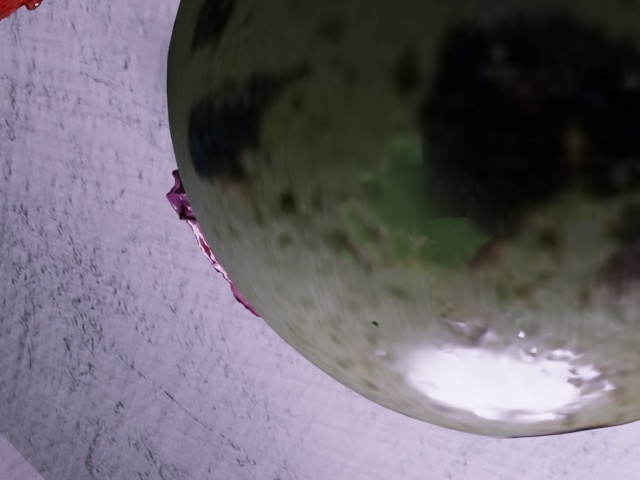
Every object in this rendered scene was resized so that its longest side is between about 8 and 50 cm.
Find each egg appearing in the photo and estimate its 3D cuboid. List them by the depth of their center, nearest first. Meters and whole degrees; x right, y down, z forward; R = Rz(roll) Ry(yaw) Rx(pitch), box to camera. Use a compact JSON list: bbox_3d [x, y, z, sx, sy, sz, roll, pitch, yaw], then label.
[{"bbox_3d":[0.090,-0.073,0.968,0.428,0.345,0.345,16,140,56],"label":"egg"}]

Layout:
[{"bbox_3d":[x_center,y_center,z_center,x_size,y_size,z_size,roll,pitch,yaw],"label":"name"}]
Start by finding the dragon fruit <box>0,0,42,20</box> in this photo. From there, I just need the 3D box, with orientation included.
[{"bbox_3d":[-0.305,-0.298,1.393,0.299,0.244,0.244,62,156,13],"label":"dragon fruit"}]

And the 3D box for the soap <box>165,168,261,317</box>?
[{"bbox_3d":[0.000,0.000,1.473,0.250,0.099,0.162,12,136,51],"label":"soap"}]
